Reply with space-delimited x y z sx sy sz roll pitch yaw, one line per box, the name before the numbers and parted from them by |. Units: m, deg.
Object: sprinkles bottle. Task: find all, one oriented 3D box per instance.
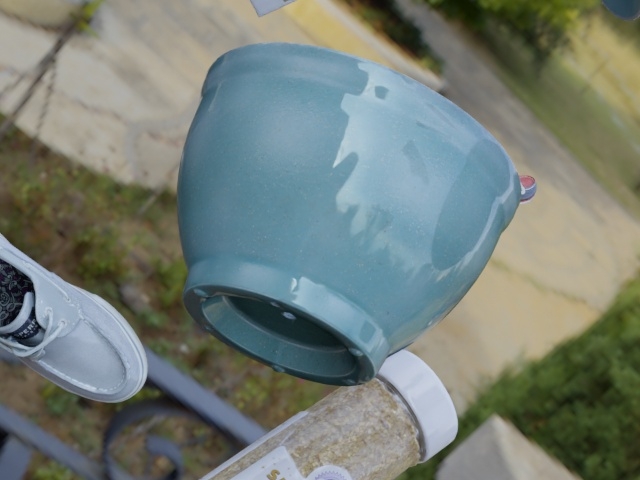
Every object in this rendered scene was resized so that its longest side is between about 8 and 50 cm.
sprinkles bottle | -0.025 0.249 1.539 0.121 0.355 0.121 43 -28 30

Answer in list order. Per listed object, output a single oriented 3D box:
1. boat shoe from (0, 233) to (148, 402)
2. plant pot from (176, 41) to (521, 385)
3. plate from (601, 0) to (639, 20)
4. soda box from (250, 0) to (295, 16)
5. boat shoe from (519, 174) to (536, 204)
boat shoe | -0.231 0.055 1.141 0.227 0.079 0.081 40 10 -11
plant pot | 0.000 0.000 1.251 0.293 0.196 0.293 19 -23 8
plate | 0.259 -0.287 1.310 0.188 0.024 0.188 163 -90 -84
soda box | -0.099 -0.432 2.110 0.216 0.074 0.069 62 26 -15
boat shoe | 0.238 -0.071 1.937 0.049 0.043 0.137 26 28 38
